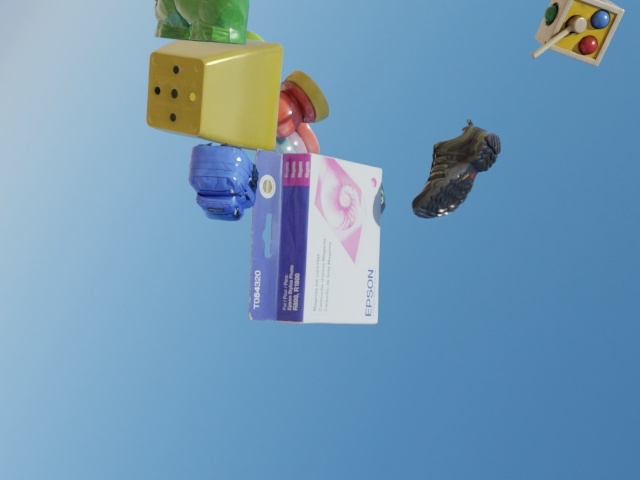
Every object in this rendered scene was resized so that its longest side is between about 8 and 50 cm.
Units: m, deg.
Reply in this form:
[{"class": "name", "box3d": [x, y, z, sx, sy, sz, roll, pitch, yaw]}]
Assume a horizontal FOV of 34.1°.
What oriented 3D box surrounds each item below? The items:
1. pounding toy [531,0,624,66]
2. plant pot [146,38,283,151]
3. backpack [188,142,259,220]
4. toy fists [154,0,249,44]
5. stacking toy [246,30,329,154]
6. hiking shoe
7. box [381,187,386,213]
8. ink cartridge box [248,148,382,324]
[{"class": "pounding toy", "box3d": [0.453, -0.381, 1.885, 0.100, 0.141, 0.130, -107, -145, -63]}, {"class": "plant pot", "box3d": [-0.219, -0.284, 2.017, 0.212, 0.187, 0.212, 15, -73, 34]}, {"class": "backpack", "box3d": [-0.146, -0.089, 1.578, 0.120, 0.098, 0.101, 74, 16, -67]}, {"class": "toy fists", "box3d": [-0.187, -0.370, 1.558, 0.279, 0.096, 0.142, 22, -71, 61]}, {"class": "stacking toy", "box3d": [-0.127, -0.284, 2.269, 0.130, 0.279, 0.309, -39, 163, -19]}, {"class": "hiking shoe", "box3d": [0.258, -0.141, 2.111, 0.227, 0.086, 0.114, -45, -136, -2]}, {"class": "box", "box3d": [0.105, -0.099, 2.246, 0.052, 0.083, 0.062, -4, -154, 19]}, {"class": "ink cartridge box", "box3d": [0.000, 0.000, 2.027, 0.071, 0.330, 0.324, 0, -93, 38]}]
